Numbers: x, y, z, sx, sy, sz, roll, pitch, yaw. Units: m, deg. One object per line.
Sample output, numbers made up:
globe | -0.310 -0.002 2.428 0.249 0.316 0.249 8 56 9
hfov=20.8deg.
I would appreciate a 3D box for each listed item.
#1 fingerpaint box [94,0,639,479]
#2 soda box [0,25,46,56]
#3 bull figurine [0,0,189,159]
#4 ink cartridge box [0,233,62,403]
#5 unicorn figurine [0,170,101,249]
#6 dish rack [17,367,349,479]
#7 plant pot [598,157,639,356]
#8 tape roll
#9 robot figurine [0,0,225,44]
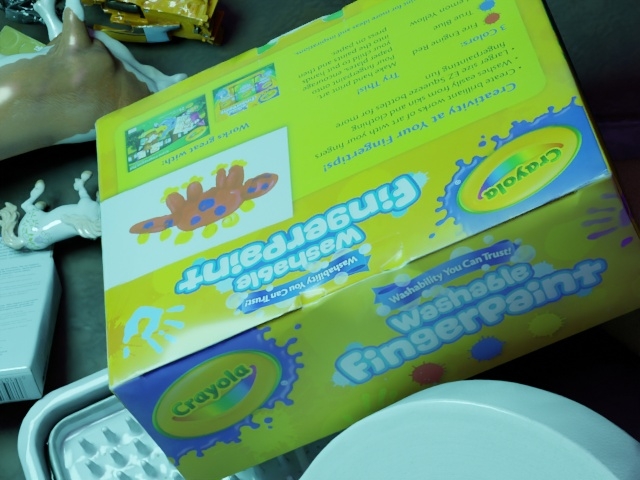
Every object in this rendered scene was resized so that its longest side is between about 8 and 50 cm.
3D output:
fingerpaint box | 0.034 -0.032 1.554 0.444 0.163 0.371 -24 40 10
soda box | -0.358 -0.137 1.859 0.061 0.058 0.181 28 71 22
bull figurine | -0.287 -0.165 1.787 0.310 0.101 0.188 -16 82 -16
ink cartridge box | -0.373 0.084 1.737 0.223 0.045 0.224 -8 38 7
unicorn figurine | -0.251 -0.028 1.762 0.162 0.060 0.111 -29 31 16
dish rack | -0.092 0.222 1.613 0.332 0.072 0.286 -23 62 -1
plant pot | 0.331 0.019 1.568 0.254 0.237 0.237 19 68 37
tape roll | 0.136 0.303 1.363 0.392 0.072 0.392 8 104 34
robot figurine | -0.231 -0.304 1.905 0.291 0.085 0.211 12 66 16
